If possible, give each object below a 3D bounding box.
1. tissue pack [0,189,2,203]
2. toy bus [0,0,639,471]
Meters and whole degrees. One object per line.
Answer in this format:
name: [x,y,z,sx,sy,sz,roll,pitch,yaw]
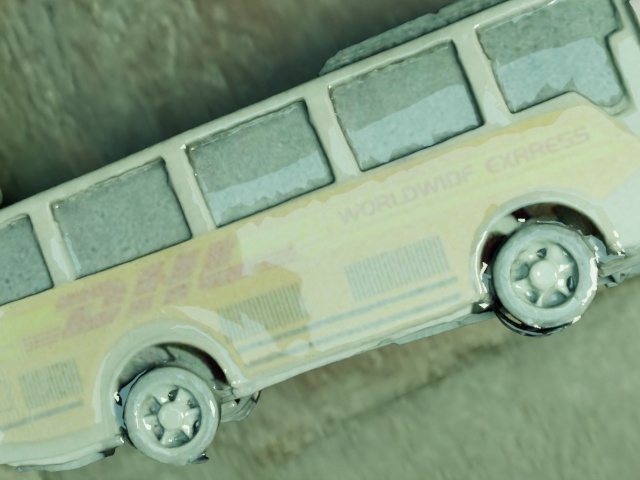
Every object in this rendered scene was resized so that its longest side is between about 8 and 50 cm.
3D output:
tissue pack: [-0.324,-0.082,0.469,0.310,0.128,0.228,-14,94,7]
toy bus: [0.000,0.000,0.467,0.342,0.097,0.138,-22,87,9]
